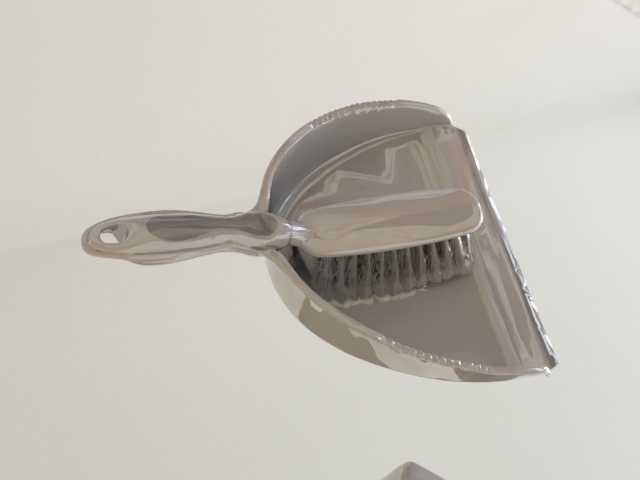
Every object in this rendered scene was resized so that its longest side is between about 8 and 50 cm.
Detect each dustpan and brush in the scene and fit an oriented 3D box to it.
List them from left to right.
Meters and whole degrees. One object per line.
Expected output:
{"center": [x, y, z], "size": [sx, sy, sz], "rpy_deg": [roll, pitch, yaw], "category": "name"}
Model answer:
{"center": [0.000, 0.000, 0.531], "size": [0.211, 0.060, 0.147], "rpy_deg": [-8, -118, -20], "category": "dustpan and brush"}

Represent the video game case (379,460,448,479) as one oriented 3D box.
{"center": [0.122, 0.311, 0.947], "size": [0.329, 0.300, 0.036], "rpy_deg": [31, -133, -11], "category": "video game case"}
